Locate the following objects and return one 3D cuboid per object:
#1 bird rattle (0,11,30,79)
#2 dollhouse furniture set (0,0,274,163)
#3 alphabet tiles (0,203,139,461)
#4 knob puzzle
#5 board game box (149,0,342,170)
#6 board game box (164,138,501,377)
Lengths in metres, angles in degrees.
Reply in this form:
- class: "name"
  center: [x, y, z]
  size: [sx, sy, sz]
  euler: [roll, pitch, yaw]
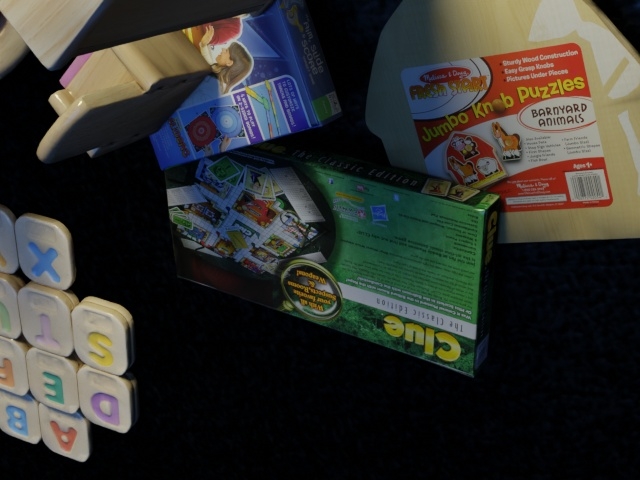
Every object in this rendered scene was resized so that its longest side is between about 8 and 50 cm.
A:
- class: "bird rattle"
  center: [-0.286, -0.163, 0.698]
  size: [0.143, 0.207, 0.253]
  euler: [21, 126, 63]
- class: "dollhouse furniture set"
  center: [-0.161, -0.236, 0.549]
  size: [0.286, 0.198, 0.303]
  euler: [-41, 86, 33]
- class: "alphabet tiles"
  center: [-0.299, 0.085, 0.963]
  size: [0.284, 0.021, 0.278]
  euler: [16, 125, 17]
- class: "knob puzzle"
  center: [0.114, -0.091, 0.639]
  size: [0.213, 0.030, 0.213]
  euler: [18, 126, 26]
- class: "board game box"
  center: [-0.079, -0.158, 0.674]
  size: [0.136, 0.035, 0.201]
  euler: [-11, 103, 31]
- class: "board game box"
  center: [0.000, 0.000, 0.736]
  size: [0.260, 0.030, 0.136]
  euler: [17, 123, 26]
